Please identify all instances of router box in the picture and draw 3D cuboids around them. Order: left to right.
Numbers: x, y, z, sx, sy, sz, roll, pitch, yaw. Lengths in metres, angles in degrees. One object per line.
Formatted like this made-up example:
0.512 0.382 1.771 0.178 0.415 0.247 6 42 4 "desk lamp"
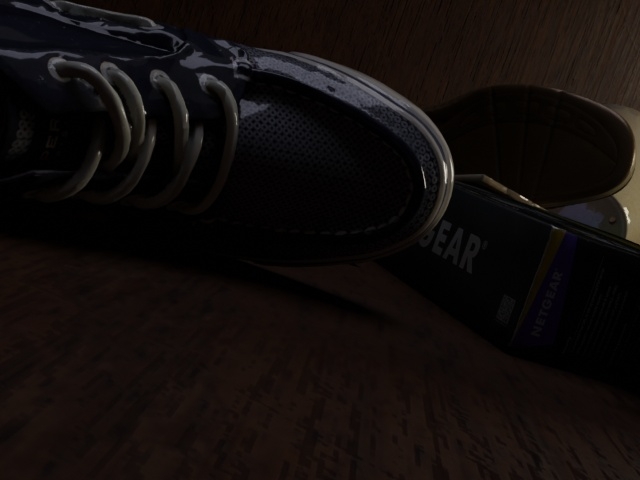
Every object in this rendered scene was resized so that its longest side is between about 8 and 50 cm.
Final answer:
0.187 0.029 0.795 0.243 0.081 0.309 17 7 -19 "router box"

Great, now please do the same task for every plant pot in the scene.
0.415 -0.058 1.627 0.256 0.256 0.274 21 24 14 "plant pot"

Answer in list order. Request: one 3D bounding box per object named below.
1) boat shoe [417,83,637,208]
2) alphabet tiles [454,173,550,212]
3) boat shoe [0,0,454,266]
0.164 -0.077 1.090 0.342 0.123 0.123 -2 -16 34 "boat shoe"
0.094 -0.041 1.028 0.237 0.009 0.198 2 -15 45 "alphabet tiles"
-0.094 -0.047 0.534 0.340 0.127 0.158 11 14 -3 "boat shoe"
